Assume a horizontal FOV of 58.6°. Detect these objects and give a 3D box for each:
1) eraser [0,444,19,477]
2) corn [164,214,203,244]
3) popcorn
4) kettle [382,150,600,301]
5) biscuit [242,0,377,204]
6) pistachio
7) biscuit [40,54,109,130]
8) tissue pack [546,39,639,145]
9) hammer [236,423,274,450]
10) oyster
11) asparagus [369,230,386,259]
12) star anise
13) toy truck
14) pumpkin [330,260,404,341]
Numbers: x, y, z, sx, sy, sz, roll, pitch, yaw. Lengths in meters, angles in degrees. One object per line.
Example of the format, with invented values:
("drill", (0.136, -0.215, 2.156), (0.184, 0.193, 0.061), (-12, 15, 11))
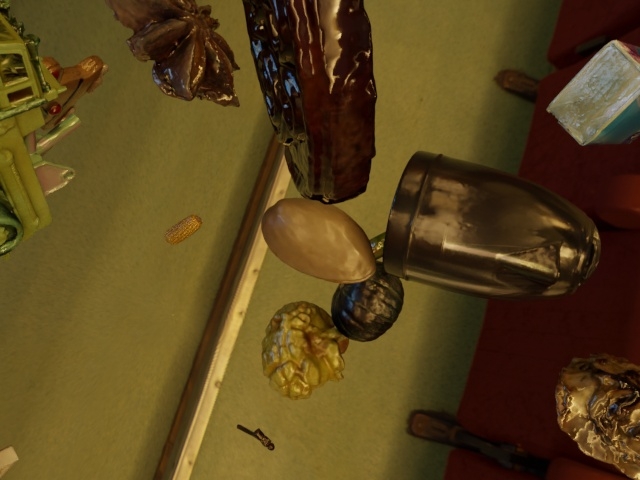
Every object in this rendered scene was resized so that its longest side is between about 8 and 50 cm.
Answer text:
("eraser", (-0.447, 0.302, 0.668), (0.023, 0.104, 0.150), (55, 31, 11))
("corn", (-0.270, -0.021, 1.124), (0.092, 0.037, 0.037), (-30, 91, 25))
("popcorn", (-0.048, 0.298, 1.563), (0.270, 0.224, 0.258), (-24, 66, -41))
("kettle", (0.308, -0.014, 0.992), (0.324, 0.321, 0.228), (17, 107, 18))
("biscuit", (-0.033, -0.238, 0.654), (0.091, 0.407, 0.407), (-12, 86, -8))
("pistachio", (0.000, 0.000, 1.022), (0.226, 0.136, 0.135), (29, 76, 5))
("biscuit", (-0.459, -0.209, 0.901), (0.049, 0.301, 0.197), (44, 111, -7))
("tissue pack", (0.680, -0.324, 1.293), (0.264, 0.198, 0.146), (-11, 59, -43))
("hammer", (-0.171, 0.476, 1.415), (0.021, 0.178, 0.065), (-46, 110, -24))
("oyster", (0.473, 0.230, 0.672), (0.396, 0.110, 0.204), (26, 33, 12))
("asparagus", (0.193, -0.008, 1.421), (0.278, 0.067, 0.060), (-25, 53, 2))
("star anise", (-0.261, -0.371, 1.020), (0.118, 0.332, 0.331), (-27, 90, 18))
("toy truck", (-0.264, -0.111, 0.433), (0.135, 0.259, 0.128), (-33, 67, -24))
("pumpkin", (0.119, 0.157, 1.497), (0.162, 0.220, 0.220), (34, 76, -10))
